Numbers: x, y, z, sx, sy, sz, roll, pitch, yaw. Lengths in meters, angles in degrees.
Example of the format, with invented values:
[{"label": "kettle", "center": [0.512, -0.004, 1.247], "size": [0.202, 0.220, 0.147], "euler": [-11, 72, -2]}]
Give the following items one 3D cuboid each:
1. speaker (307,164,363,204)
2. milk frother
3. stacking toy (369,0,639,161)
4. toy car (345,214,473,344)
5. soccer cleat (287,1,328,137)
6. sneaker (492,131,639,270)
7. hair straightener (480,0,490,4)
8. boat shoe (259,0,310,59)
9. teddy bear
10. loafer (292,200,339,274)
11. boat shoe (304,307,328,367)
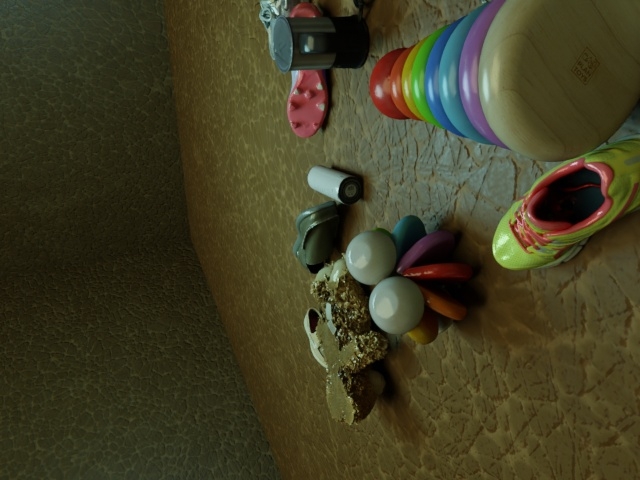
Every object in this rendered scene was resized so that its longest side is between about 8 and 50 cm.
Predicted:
[{"label": "speaker", "center": [0.026, -0.111, 0.862], "size": [0.136, 0.055, 0.055], "euler": [34, 132, 59]}, {"label": "milk frother", "center": [0.004, -0.345, 0.685], "size": [0.129, 0.135, 0.143], "euler": [6, 107, 65]}, {"label": "stacking toy", "center": [0.146, -0.169, 0.466], "size": [0.330, 0.141, 0.141], "euler": [-133, 36, -68]}, {"label": "toy car", "center": [0.136, 0.044, 0.613], "size": [0.136, 0.159, 0.182], "euler": [-40, 59, 26]}, {"label": "soccer cleat", "center": [-0.024, -0.326, 0.857], "size": [0.095, 0.083, 0.248], "euler": [-84, -5, -52]}, {"label": "sneaker", "center": [0.218, -0.026, 0.416], "size": [0.081, 0.094, 0.208], "euler": [65, 156, 21]}, {"label": "hair straightener", "center": [0.161, -0.348, 0.425], "size": [0.089, 0.047, 0.230], "euler": [176, 88, -66]}, {"label": "boat shoe", "center": [-0.086, -0.506, 0.844], "size": [0.118, 0.103, 0.320], "euler": [51, 146, 46]}, {"label": "teddy bear", "center": [0.064, 0.193, 0.905], "size": [0.245, 0.113, 0.338], "euler": [-54, 45, 52]}, {"label": "loafer", "center": [0.000, 0.000, 0.954], "size": [0.087, 0.094, 0.251], "euler": [62, 163, 20]}, {"label": "boat shoe", "center": [0.000, 0.240, 1.099], "size": [0.059, 0.063, 0.170], "euler": [91, 155, -43]}]
